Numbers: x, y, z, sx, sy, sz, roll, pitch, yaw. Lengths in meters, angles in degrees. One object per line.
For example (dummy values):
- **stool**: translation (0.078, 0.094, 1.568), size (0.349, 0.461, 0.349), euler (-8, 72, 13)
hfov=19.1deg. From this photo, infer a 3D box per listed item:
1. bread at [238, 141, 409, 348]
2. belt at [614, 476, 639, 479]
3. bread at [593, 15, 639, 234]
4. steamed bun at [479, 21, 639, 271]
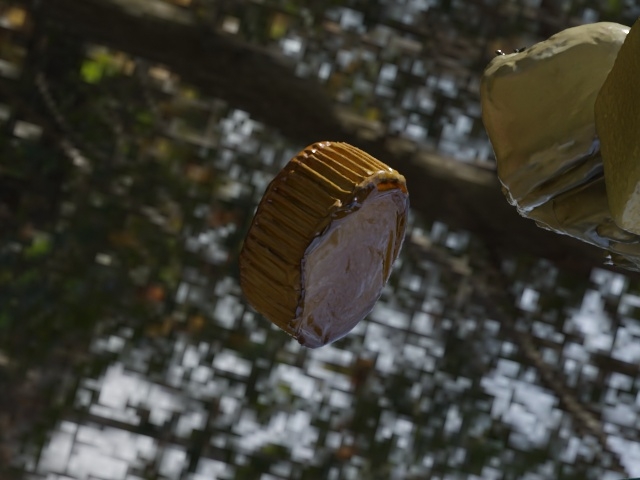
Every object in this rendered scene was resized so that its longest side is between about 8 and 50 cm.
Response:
- **bread**: translation (0.001, 0.000, 1.878), size (0.199, 0.104, 0.199), euler (-41, 150, -31)
- **belt**: translation (0.270, 0.423, 1.997), size (0.436, 0.300, 0.173), euler (-29, -144, 25)
- **bread**: translation (0.298, -0.101, 1.677), size (0.188, 0.068, 0.125), euler (-89, -163, -51)
- **steamed bun**: translation (0.330, -0.095, 1.961), size (0.206, 0.320, 0.275), euler (-126, -148, -65)
